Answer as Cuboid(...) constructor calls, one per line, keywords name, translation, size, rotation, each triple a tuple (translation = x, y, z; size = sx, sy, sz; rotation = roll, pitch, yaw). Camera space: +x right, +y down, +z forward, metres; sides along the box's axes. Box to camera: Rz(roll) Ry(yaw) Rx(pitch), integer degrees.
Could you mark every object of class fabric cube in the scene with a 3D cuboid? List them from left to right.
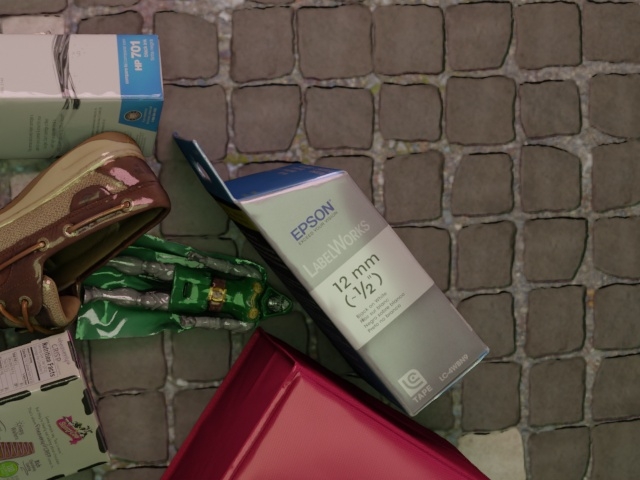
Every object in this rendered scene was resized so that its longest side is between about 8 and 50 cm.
Cuboid(name="fabric cube", translation=(-0.007, 0.275, 1.466), size=(0.258, 0.259, 0.254), rotation=(34, 89, -12))

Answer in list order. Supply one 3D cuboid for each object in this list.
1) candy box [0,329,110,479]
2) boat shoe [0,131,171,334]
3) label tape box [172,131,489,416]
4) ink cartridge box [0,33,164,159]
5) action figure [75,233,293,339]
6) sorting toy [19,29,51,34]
Cuboid(name="candy box", translation=(-0.349, 0.197, 1.445), size=(0.233, 0.071, 0.159), rotation=(-16, 139, -10))
Cuboid(name="boat shoe", translation=(-0.296, 0.039, 1.425), size=(0.342, 0.123, 0.123), rotation=(-39, 67, 1))
Cuboid(name="label tape box", translation=(0.000, 0.000, 1.448), size=(0.115, 0.249, 0.348), rotation=(-38, 101, -6))
Cuboid(name="ink cartridge box", translation=(-0.263, -0.145, 1.429), size=(0.190, 0.139, 0.082), rotation=(0, 68, -13))
Cuboid(name="action figure", translation=(-0.142, 0.054, 1.524), size=(0.232, 0.063, 0.137), rotation=(8, 90, -16))
Cuboid(name="sorting toy", translation=(-0.321, -0.196, 1.456), size=(0.083, 0.075, 0.045), rotation=(-6, 96, -10))
